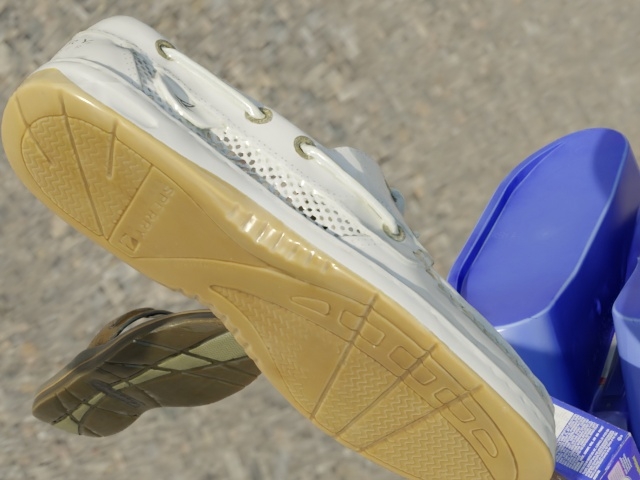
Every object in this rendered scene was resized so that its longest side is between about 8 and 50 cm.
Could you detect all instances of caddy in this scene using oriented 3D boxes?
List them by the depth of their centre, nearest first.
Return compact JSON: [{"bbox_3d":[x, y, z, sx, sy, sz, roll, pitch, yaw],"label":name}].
[{"bbox_3d":[0.230,0.056,1.370,0.341,0.241,0.179,-55,134,-50],"label":"caddy"}]

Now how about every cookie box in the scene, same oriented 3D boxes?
[{"bbox_3d":[0.133,0.126,1.117,0.040,0.107,0.092,-52,142,-19],"label":"cookie box"}]

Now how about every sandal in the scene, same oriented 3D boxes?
[{"bbox_3d":[-0.124,0.085,1.397,0.090,0.219,0.060,31,51,-28],"label":"sandal"}]

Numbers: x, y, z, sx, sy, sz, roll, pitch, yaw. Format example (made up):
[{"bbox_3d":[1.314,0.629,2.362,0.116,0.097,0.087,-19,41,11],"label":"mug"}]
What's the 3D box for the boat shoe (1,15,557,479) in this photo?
[{"bbox_3d":[0.000,0.000,0.835,0.277,0.098,0.096,40,47,-7],"label":"boat shoe"}]
